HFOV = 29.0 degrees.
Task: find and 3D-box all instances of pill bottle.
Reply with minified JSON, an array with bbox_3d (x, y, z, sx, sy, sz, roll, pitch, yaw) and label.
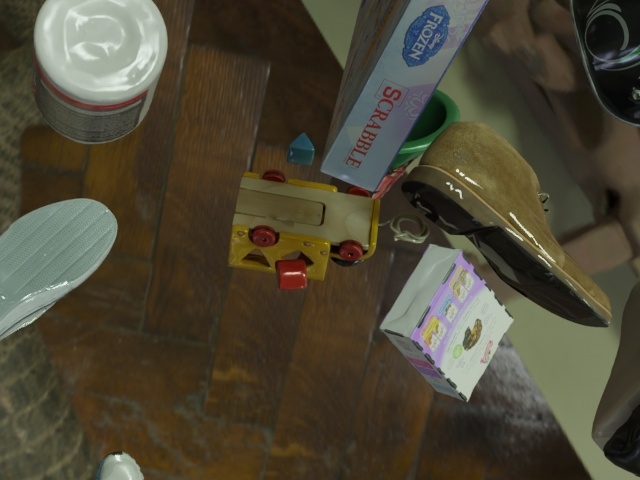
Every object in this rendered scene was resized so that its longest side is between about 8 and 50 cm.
[{"bbox_3d":[-0.320,-0.237,1.756,0.176,0.318,0.176,3,79,-13],"label":"pill bottle"}]

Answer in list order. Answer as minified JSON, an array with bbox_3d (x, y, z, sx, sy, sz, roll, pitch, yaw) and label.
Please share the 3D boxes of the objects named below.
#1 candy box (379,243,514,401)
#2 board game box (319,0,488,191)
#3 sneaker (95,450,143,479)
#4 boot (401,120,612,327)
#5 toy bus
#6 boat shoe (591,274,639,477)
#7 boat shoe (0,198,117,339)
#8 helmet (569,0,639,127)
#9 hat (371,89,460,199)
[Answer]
[{"bbox_3d":[0.201,0.130,1.939,0.196,0.070,0.165,49,65,-39],"label":"candy box"},{"bbox_3d":[0.107,-0.262,1.219,0.066,0.318,0.318,22,134,-9],"label":"board game box"},{"bbox_3d":[-0.279,0.399,1.776,0.071,0.083,0.190,-7,93,-15],"label":"sneaker"},{"bbox_3d":[0.234,-0.015,1.383,0.305,0.112,0.115,41,68,-21],"label":"boot"},{"bbox_3d":[-0.011,-0.006,1.432,0.191,0.202,0.104,-28,151,-27],"label":"toy bus"},{"bbox_3d":[0.259,0.061,0.679,0.158,0.340,0.127,37,124,5],"label":"boat shoe"},{"bbox_3d":[-0.290,0.040,1.152,0.226,0.076,0.083,-37,89,-31],"label":"boat shoe"},{"bbox_3d":[0.274,-0.163,0.872,0.162,0.169,0.169,-14,115,32],"label":"helmet"},{"bbox_3d":[0.104,-0.113,1.854,0.209,0.173,0.183,-16,133,-14],"label":"hat"}]
